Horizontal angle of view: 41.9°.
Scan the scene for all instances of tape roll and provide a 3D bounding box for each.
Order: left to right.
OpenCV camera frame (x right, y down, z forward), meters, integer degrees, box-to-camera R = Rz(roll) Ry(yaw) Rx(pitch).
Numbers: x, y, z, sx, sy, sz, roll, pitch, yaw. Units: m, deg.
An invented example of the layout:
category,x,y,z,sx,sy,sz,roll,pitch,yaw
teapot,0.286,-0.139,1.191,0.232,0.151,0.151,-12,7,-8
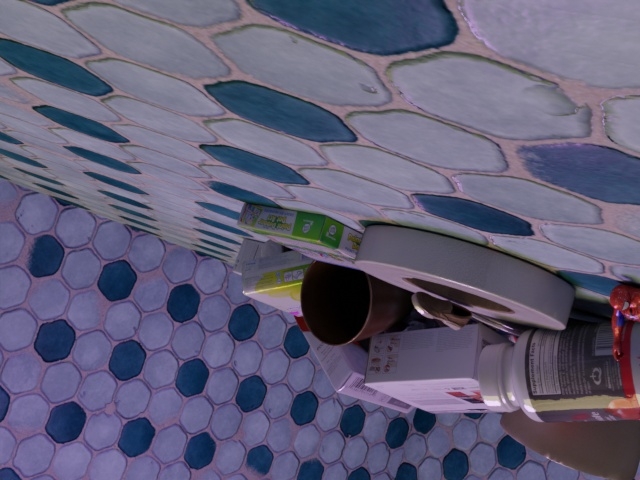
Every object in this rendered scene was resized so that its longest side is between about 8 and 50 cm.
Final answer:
category,x,y,z,sx,sy,sz,roll,pitch,yaw
tape roll,0.251,0.068,1.484,0.391,0.072,0.392,18,174,2

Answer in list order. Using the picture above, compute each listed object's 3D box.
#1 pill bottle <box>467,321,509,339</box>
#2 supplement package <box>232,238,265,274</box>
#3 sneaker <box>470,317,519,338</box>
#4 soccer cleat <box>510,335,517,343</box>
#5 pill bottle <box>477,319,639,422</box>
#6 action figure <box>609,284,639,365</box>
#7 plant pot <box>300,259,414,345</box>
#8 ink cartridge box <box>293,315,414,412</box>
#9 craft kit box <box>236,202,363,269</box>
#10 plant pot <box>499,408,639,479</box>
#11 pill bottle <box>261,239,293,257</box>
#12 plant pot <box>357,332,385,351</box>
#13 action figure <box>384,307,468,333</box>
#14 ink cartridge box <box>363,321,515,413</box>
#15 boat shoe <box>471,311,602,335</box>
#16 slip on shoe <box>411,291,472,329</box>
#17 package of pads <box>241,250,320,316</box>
category,x,y,z,sx,sy,sz,roll,pitch,yaw
pill bottle,0.405,0.218,2.010,0.094,0.094,0.169,18,-178,6
supplement package,-0.143,0.070,2.369,0.179,0.105,0.105,13,170,42
sneaker,0.363,0.165,1.825,0.211,0.080,0.081,20,143,7
soccer cleat,0.606,0.264,1.967,0.318,0.109,0.116,22,174,-2
pill bottle,0.461,0.244,1.535,0.318,0.176,0.176,-10,157,34
action figure,0.503,0.152,1.260,0.280,0.139,0.091,27,168,-38
plant pot,0.110,0.132,1.938,0.215,0.216,0.230,12,-175,44
ink cartridge box,0.101,0.316,2.453,0.308,0.091,0.385,24,-157,-39
craft kit box,0.000,0.000,1.682,0.249,0.061,0.246,11,172,46
plant pot,0.535,0.336,1.709,0.284,0.191,0.284,18,-174,-2
pill bottle,-0.100,0.041,2.196,0.067,0.067,0.120,14,172,31
plant pot,0.187,0.242,2.445,0.188,0.167,0.187,23,-173,-41
action figure,0.338,0.215,2.216,0.370,0.248,0.276,11,138,-31
ink cartridge box,0.306,0.303,1.920,0.309,0.130,0.271,-12,148,43
boat shoe,0.459,0.162,1.690,0.335,0.096,0.112,21,-173,20
slip on shoe,0.227,0.126,1.558,0.135,0.051,0.041,31,128,-28
package of pads,-0.039,0.107,2.135,0.229,0.101,0.296,-13,158,26
